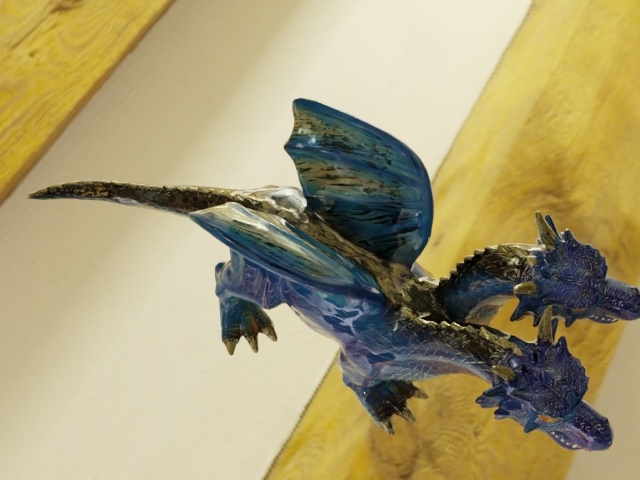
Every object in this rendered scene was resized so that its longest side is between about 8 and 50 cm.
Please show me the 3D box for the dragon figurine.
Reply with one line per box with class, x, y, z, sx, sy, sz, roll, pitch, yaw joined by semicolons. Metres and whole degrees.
dragon figurine;0.000;0.000;0.478;0.289;0.144;0.085;32;-116;15
